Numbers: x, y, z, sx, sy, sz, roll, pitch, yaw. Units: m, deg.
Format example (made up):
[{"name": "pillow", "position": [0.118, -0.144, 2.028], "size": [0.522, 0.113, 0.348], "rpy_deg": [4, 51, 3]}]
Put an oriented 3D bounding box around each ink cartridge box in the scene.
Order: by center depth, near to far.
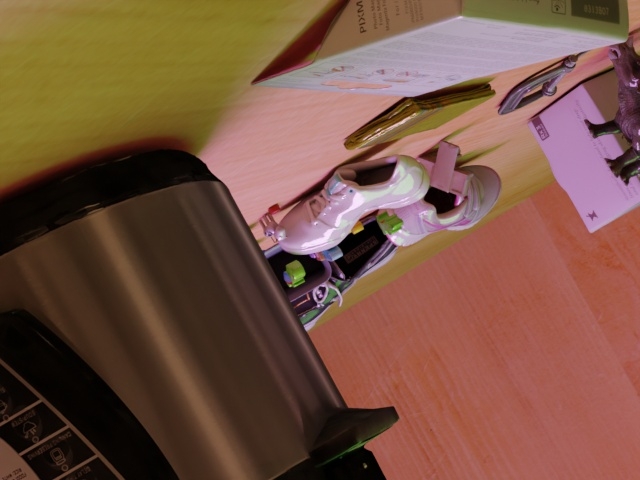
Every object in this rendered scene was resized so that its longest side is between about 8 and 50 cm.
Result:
[{"name": "ink cartridge box", "position": [0.086, -0.160, 1.035], "size": [0.189, 0.066, 0.232], "rpy_deg": [-1, 178, -41]}]

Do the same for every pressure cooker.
[{"name": "pressure cooker", "position": [-0.151, 0.179, 1.113], "size": [0.375, 0.420, 0.370], "rpy_deg": [-26, 173, -24]}]

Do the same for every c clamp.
[{"name": "c clamp", "position": [0.309, -0.214, 1.839], "size": [0.137, 0.022, 0.161], "rpy_deg": [-28, 173, -15]}]

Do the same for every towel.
[{"name": "towel", "position": [0.119, -0.145, 1.573], "size": [0.102, 0.021, 0.237], "rpy_deg": [-27, 177, 30]}]

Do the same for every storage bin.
[{"name": "storage bin", "position": [-0.050, 0.051, 2.055], "size": [0.135, 0.098, 0.091], "rpy_deg": [-30, -176, 5]}]

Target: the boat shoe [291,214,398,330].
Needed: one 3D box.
[{"name": "boat shoe", "position": [0.008, 0.059, 2.258], "size": [0.306, 0.113, 0.105], "rpy_deg": [-31, 167, -10]}]

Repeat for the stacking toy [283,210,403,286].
[{"name": "stacking toy", "position": [0.000, 0.000, 1.827], "size": [0.167, 0.052, 0.221], "rpy_deg": [-28, -171, -14]}]

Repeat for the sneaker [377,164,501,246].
[{"name": "sneaker", "position": [0.218, -0.068, 2.217], "size": [0.252, 0.103, 0.111], "rpy_deg": [-25, 174, -38]}]

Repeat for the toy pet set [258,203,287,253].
[{"name": "toy pet set", "position": [-0.100, 0.021, 1.691], "size": [0.122, 0.065, 0.114], "rpy_deg": [-26, 173, -22]}]

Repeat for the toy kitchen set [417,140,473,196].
[{"name": "toy kitchen set", "position": [0.191, -0.113, 1.930], "size": [0.075, 0.083, 0.068], "rpy_deg": [-21, 128, -52]}]

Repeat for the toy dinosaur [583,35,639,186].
[{"name": "toy dinosaur", "position": [0.489, -0.156, 1.960], "size": [0.160, 0.121, 0.313], "rpy_deg": [-34, 136, 19]}]

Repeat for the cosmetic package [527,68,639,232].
[{"name": "cosmetic package", "position": [0.551, -0.189, 2.243], "size": [0.385, 0.217, 0.156], "rpy_deg": [-27, 174, -38]}]

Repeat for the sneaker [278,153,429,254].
[{"name": "sneaker", "position": [0.025, -0.056, 1.681], "size": [0.212, 0.080, 0.094], "rpy_deg": [-28, 154, 16]}]
